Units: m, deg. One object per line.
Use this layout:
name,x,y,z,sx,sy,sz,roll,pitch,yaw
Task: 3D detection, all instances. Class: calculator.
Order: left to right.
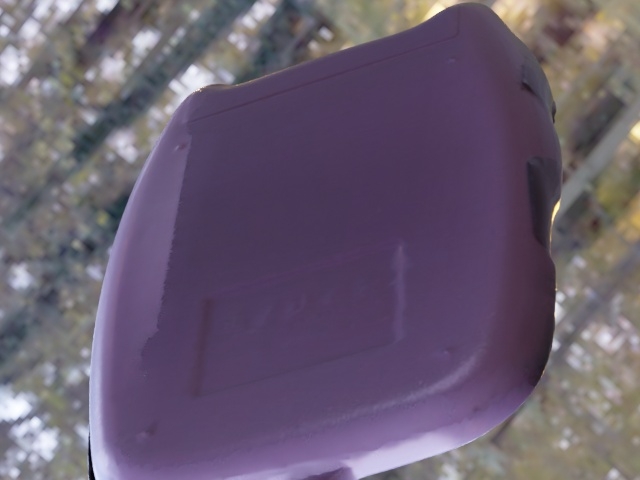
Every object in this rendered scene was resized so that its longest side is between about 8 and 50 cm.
calculator,0.000,-0.001,0.709,0.294,0.194,0.043,-84,-26,-54
